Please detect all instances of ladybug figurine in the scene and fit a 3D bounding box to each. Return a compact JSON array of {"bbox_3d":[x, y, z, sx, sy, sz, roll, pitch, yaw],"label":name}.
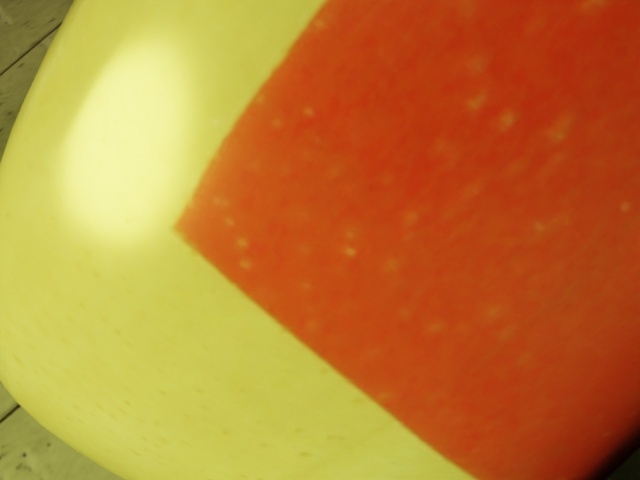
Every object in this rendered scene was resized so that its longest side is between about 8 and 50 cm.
[{"bbox_3d":[0.102,-0.079,0.413,0.449,0.162,0.305,-48,-17,16],"label":"ladybug figurine"}]

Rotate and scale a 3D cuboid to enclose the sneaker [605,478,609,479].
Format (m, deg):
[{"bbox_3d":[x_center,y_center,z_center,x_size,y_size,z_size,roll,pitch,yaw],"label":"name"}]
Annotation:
[{"bbox_3d":[0.002,0.072,0.568,0.232,0.090,0.081,4,50,53],"label":"sneaker"}]
